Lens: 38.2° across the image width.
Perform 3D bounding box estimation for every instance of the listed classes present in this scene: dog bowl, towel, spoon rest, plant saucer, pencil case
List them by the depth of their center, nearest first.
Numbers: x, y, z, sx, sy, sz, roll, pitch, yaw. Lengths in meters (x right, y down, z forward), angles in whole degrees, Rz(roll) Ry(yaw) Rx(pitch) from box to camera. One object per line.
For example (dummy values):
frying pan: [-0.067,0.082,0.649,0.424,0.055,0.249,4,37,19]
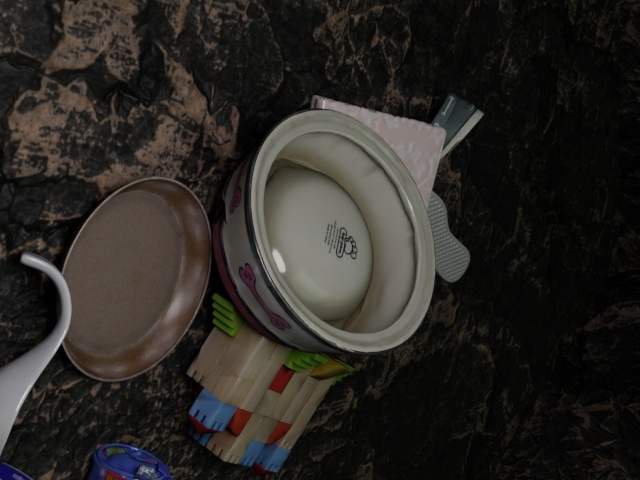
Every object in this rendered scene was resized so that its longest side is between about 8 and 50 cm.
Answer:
spoon rest: [-0.382,0.156,1.191,0.084,0.137,0.276,15,91,-17]
plant saucer: [-0.279,0.054,1.364,0.310,0.050,0.311,-30,128,-47]
pencil case: [-0.316,0.470,1.433,0.119,0.133,0.306,-88,-167,-84]
dog bowl: [0.000,0.000,1.514,0.408,0.150,0.408,19,61,-38]
towel: [0.078,-0.093,1.762,0.332,0.053,0.317,9,98,-38]

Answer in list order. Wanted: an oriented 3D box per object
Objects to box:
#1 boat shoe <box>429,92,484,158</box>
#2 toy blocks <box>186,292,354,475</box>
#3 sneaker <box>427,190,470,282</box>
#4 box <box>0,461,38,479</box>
boat shoe: [0.220,-0.201,1.997,0.319,0.099,0.116,-44,175,-21]
toy blocks: [-0.120,0.275,1.628,0.261,0.190,0.381,-58,147,-3]
sneaker: [0.214,-0.023,2.023,0.126,0.127,0.321,-48,139,-9]
box: [-0.423,0.399,1.284,0.137,0.072,0.126,-61,147,-20]
